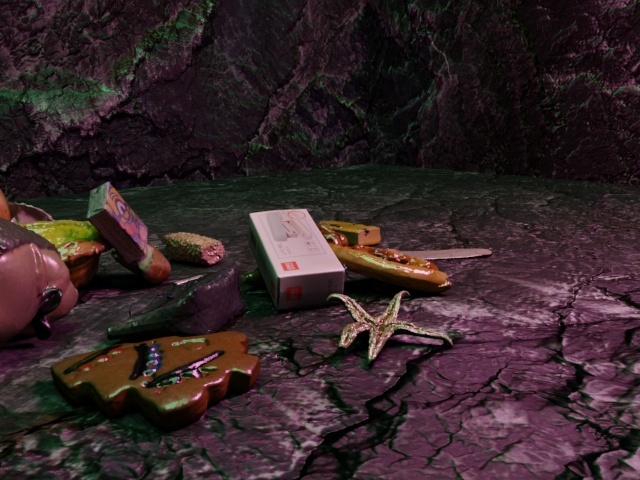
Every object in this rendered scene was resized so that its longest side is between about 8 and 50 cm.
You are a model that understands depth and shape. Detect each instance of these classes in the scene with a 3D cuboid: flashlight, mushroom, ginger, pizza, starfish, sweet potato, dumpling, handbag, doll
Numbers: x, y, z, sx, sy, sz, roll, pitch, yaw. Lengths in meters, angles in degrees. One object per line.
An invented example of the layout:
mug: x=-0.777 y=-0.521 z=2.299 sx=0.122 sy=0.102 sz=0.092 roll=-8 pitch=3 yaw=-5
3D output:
flashlight: x=-0.277 y=0.089 z=1.395 sx=0.018 sy=0.019 sz=0.083 roll=8 pitch=16 yaw=42
mushroom: x=-0.398 y=0.046 z=1.466 sx=0.072 sy=0.094 sz=0.209 roll=-49 pitch=35 yaw=-19
ginger: x=0.000 y=0.000 z=1.630 sx=0.162 sy=0.074 sz=0.103 roll=4 pitch=12 yaw=33
pizza: x=0.138 y=0.047 z=1.328 sx=0.292 sy=0.058 sz=0.197 roll=15 pitch=6 yaw=28
starfish: x=0.099 y=0.134 z=1.014 sx=0.216 sy=0.050 sz=0.223 roll=10 pitch=27 yaw=25
sweet potato: x=-0.067 y=0.053 z=1.412 sx=0.077 sy=0.077 sz=0.243 roll=6 pitch=21 yaw=35
dumpling: x=-0.836 y=-0.038 z=1.802 sx=0.246 sy=0.173 sz=0.142 roll=-3 pitch=39 yaw=19
handbag: x=-0.242 y=0.114 z=1.148 sx=0.175 sy=0.089 sz=0.270 roll=-8 pitch=9 yaw=17
doll: x=-0.540 y=0.076 z=1.066 sx=0.247 sy=0.248 sz=0.349 roll=-4 pitch=5 yaw=-4

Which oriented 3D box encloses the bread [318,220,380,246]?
bread: x=0.062 y=-0.021 z=1.780 sx=0.088 sy=0.049 sz=0.226 roll=-12 pitch=14 yaw=-37

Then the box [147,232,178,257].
box: x=-0.428 y=0.013 z=1.763 sx=0.115 sy=0.036 sz=0.177 roll=-7 pitch=13 yaw=-20

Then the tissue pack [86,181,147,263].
tissue pack: x=-0.434 y=-0.037 z=1.390 sx=0.060 sy=0.148 sz=0.109 roll=-26 pitch=38 yaw=7

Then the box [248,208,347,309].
box: x=-0.053 y=0.031 z=1.292 sx=0.134 sy=0.079 sz=0.269 roll=-5 pitch=30 yaw=-16

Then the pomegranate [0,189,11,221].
pomegranate: x=-0.935 y=-0.049 z=1.608 sx=0.321 sy=0.323 sz=0.322 roll=-3 pitch=12 yaw=1

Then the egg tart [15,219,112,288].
egg tart: x=-0.610 y=0.044 z=1.413 sx=0.345 sy=0.133 sz=0.345 roll=-2 pitch=12 yaw=0

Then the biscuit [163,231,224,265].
biscuit: x=-0.317 y=0.021 z=1.616 sx=0.168 sy=0.071 sz=0.082 roll=9 pitch=23 yaw=37

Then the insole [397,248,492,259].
insole: x=0.237 y=0.036 z=1.560 sx=0.348 sy=0.009 sz=0.119 roll=-3 pitch=11 yaw=0

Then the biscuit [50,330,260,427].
biscuit: x=-0.235 y=0.178 z=0.893 sx=0.301 sy=0.043 sz=0.278 roll=-2 pitch=11 yaw=5
